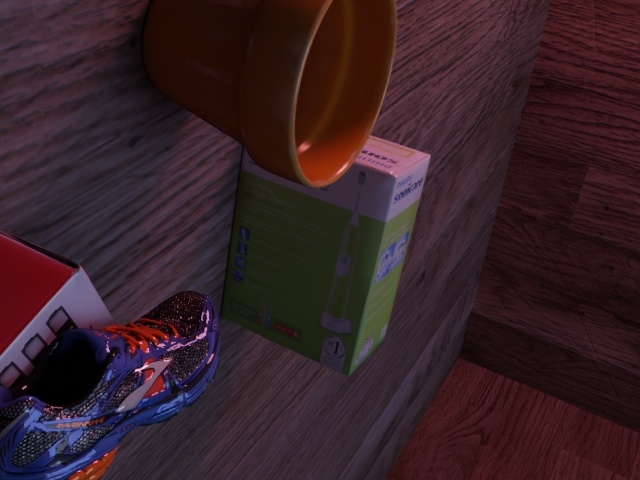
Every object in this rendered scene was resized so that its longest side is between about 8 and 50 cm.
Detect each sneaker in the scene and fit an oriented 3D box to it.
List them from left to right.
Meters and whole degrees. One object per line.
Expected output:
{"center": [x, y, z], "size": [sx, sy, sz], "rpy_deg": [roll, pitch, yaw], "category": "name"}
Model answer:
{"center": [-0.146, 0.093, 0.538], "size": [0.221, 0.083, 0.087], "rpy_deg": [-45, 138, -52], "category": "sneaker"}

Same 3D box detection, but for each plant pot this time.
{"center": [-0.055, -0.173, 0.708], "size": [0.205, 0.188, 0.205], "rpy_deg": [-51, 152, -40], "category": "plant pot"}

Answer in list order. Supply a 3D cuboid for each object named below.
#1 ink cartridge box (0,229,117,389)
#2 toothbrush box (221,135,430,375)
{"center": [-0.289, 0.147, 0.527], "size": [0.309, 0.130, 0.271], "rpy_deg": [-56, 154, -29], "category": "ink cartridge box"}
{"center": [0.000, 0.000, 0.979], "size": [0.122, 0.206, 0.283], "rpy_deg": [-35, 140, -55], "category": "toothbrush box"}
